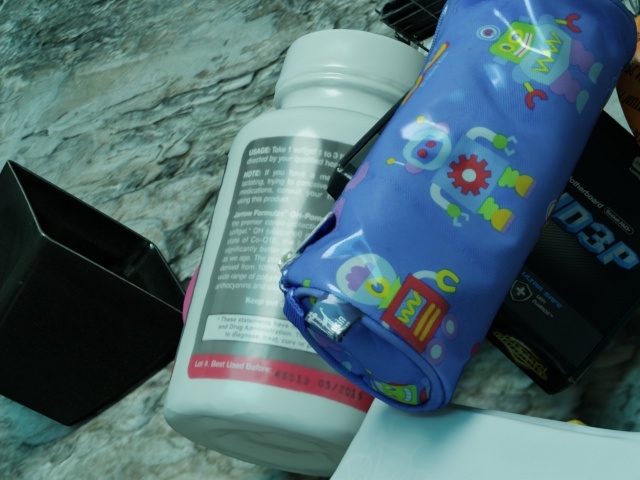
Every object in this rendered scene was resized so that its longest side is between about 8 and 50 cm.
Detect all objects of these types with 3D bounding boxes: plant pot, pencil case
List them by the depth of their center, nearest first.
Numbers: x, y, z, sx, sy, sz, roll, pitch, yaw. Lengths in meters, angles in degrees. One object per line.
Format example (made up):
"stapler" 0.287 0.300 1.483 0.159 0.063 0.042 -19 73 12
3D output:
"pencil case" 0.085 -0.042 0.915 0.306 0.133 0.119 -58 -1 -21
"plant pot" -0.254 0.064 1.379 0.167 0.187 0.188 -54 32 7

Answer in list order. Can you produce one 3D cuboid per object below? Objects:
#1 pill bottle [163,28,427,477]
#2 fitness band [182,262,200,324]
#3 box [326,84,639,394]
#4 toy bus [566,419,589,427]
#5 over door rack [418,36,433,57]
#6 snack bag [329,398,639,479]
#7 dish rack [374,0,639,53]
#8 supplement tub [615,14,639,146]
"pill bottle" 0.001 0.008 1.097 0.176 0.176 0.318 -6 63 43
"fitness band" 0.000 0.000 1.285 0.291 0.054 0.209 -40 33 2
"box" 0.142 -0.028 1.013 0.175 0.220 0.051 -45 -6 -19
"toy bus" 0.152 0.258 0.747 0.108 0.130 0.332 -39 31 27
"over door rack" 0.100 -0.339 1.400 0.108 0.239 0.324 2 53 54
"snack bag" 0.024 0.223 0.785 0.342 0.037 0.323 -55 20 -15
"dish rack" 0.176 -0.193 1.145 0.208 0.271 0.074 -24 66 28
"supplement tub" 0.356 -0.149 0.918 0.316 0.193 0.193 -30 33 44
